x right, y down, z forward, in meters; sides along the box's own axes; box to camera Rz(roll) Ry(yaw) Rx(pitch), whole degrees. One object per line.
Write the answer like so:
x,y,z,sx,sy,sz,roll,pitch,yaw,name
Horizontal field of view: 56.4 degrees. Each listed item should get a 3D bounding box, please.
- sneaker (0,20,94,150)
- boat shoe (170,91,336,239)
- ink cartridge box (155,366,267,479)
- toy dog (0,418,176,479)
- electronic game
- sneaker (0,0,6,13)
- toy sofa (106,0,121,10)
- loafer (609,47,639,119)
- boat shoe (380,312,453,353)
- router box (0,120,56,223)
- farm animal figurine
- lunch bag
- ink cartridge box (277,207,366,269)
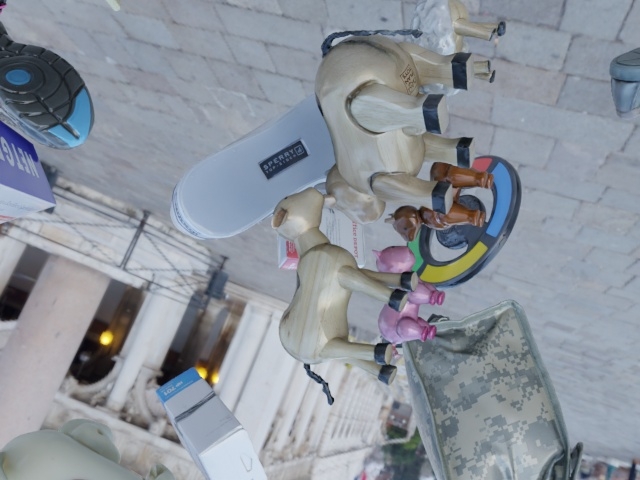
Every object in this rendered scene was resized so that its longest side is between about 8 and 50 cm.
-0.476,-0.237,0.934,0.341,0.125,0.139,41,140,16,sneaker
-0.036,-0.100,0.804,0.135,0.367,0.156,60,157,-8,boat shoe
-0.181,0.319,0.979,0.191,0.082,0.139,30,142,52,ink cartridge box
-0.353,0.483,1.027,0.408,0.284,0.395,21,142,22,toy dog
0.214,-0.029,0.919,0.048,0.229,0.229,28,166,-23,electronic game
-0.386,-0.247,0.672,0.171,0.063,0.074,-19,114,24,sneaker
-0.244,-0.560,1.011,0.363,0.177,0.150,-21,166,2,toy sofa
0.526,-0.250,0.868,0.096,0.268,0.084,44,149,55,loafer
0.230,0.177,1.139,0.233,0.079,0.084,-2,169,14,boat shoe
-0.426,-0.030,0.520,0.301,0.082,0.335,-21,-176,-13,router box
0.051,-0.058,0.604,0.172,0.330,0.326,15,127,26,farm animal figurine
0.212,0.253,0.724,0.169,0.286,0.235,-15,150,5,lunch bag
0.000,0.000,0.990,0.136,0.099,0.056,6,155,-19,ink cartridge box
